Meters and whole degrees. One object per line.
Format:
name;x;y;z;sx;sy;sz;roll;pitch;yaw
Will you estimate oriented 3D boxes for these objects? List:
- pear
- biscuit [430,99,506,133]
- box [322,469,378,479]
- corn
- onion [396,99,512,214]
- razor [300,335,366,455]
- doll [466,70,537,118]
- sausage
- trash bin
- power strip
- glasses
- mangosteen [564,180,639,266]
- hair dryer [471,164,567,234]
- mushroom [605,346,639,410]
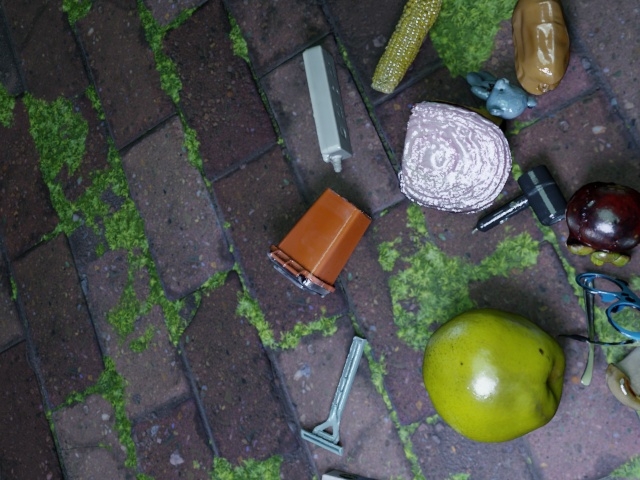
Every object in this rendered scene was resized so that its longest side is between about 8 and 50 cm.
pear;0.348;0.274;1.508;0.294;0.294;0.294;-4;81;24
biscuit;0.338;-0.281;1.703;0.188;0.056;0.052;21;73;25
box;0.096;0.624;1.678;0.194;0.073;0.139;5;85;25
corn;0.210;-0.494;1.779;0.086;0.086;0.288;31;98;25
onion;0.311;-0.194;1.667;0.247;0.111;0.250;13;114;10
razor;0.052;0.364;1.753;0.111;0.056;0.278;19;83;24
doll;0.402;-0.346;1.651;0.120;0.075;0.180;-17;54;-15
sausage;0.490;-0.443;1.620;0.120;0.136;0.241;-5;85;17
trash bin;0.000;0.000;1.758;0.161;0.184;0.239;36;93;24
power strip;0.019;-0.335;1.836;0.058;0.098;0.339;-14;77;19
glasses;0.559;0.176;1.479;0.207;0.102;0.239;-52;23;16
mangosteen;0.589;-0.030;1.507;0.166;0.166;0.180;14;108;25
hair dryer;0.435;-0.063;1.630;0.219;0.071;0.124;-30;72;25
mushroom;0.709;0.197;1.449;0.328;0.122;0.159;-44;33;12
